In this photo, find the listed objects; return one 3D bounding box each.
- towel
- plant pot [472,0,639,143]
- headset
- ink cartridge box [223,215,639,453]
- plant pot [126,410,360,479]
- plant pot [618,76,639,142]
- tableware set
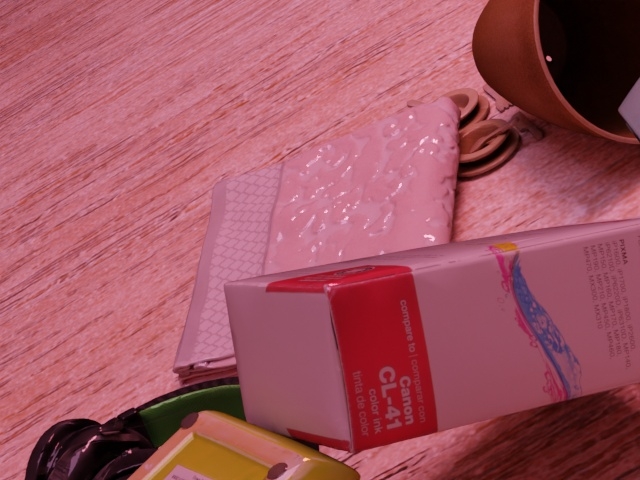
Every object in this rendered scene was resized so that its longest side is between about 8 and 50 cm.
[{"bbox_3d":[0.000,0.000,1.749,0.317,0.053,0.332,-19,37,24],"label":"towel"},{"bbox_3d":[0.266,-0.216,1.705,0.237,0.237,0.254,-41,16,-16],"label":"plant pot"},{"bbox_3d":[-0.191,0.221,1.469,0.394,0.185,0.243,-32,24,-25],"label":"headset"},{"bbox_3d":[0.107,0.068,1.283,0.306,0.131,0.226,-9,1,-22],"label":"ink cartridge box"},{"bbox_3d":[-0.054,0.265,1.230,0.227,0.207,0.228,-44,28,-21],"label":"plant pot"},{"bbox_3d":[0.404,-0.130,1.469,0.234,0.166,0.165,-36,26,10],"label":"plant pot"},{"bbox_3d":[0.163,-0.131,1.842,0.128,0.039,0.194,-32,27,1],"label":"tableware set"}]
